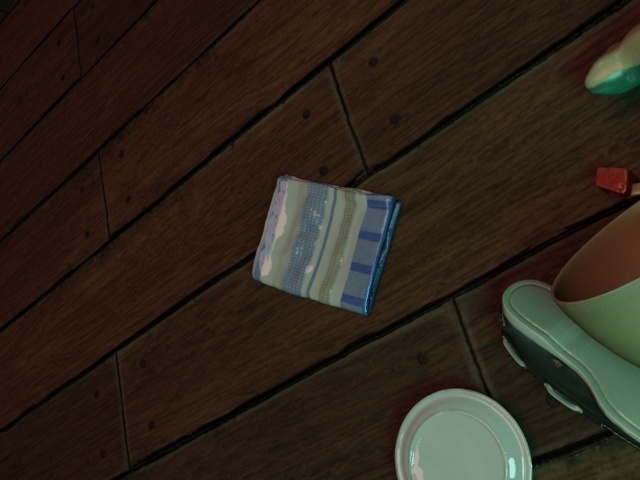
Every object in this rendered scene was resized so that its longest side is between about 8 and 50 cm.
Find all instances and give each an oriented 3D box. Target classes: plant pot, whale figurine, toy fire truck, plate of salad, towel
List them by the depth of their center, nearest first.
[{"bbox_3d":[0.421,0.050,0.805,0.284,0.284,0.191,-39,91,26],"label":"plant pot"},{"bbox_3d":[0.462,-0.230,0.909,0.272,0.216,0.141,-23,105,48],"label":"whale figurine"},{"bbox_3d":[0.454,-0.113,0.943,0.192,0.047,0.135,10,84,42],"label":"toy fire truck"},{"bbox_3d":[0.195,0.305,1.043,0.200,0.048,0.200,-5,81,32],"label":"plate of salad"},{"bbox_3d":[0.000,0.000,1.317,0.285,0.034,0.209,15,88,43],"label":"towel"}]

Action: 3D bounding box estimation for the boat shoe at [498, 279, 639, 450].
[{"bbox_3d":[0.342,0.167,0.930,0.114,0.091,0.302,-24,48,-18],"label":"boat shoe"}]
